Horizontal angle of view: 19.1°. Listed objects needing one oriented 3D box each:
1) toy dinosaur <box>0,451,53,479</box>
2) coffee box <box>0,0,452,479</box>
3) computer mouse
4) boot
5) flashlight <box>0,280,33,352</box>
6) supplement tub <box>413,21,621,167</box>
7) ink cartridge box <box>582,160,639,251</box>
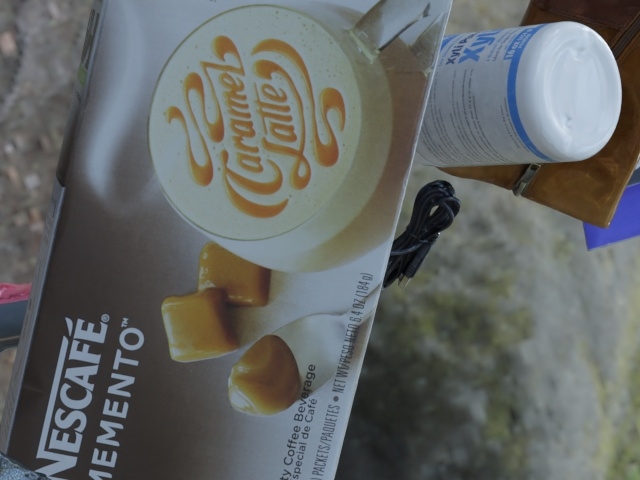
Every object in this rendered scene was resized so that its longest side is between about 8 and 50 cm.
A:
[{"bbox_3d":[-0.167,0.032,0.521,0.268,0.118,0.064,49,38,-24],"label":"toy dinosaur"},{"bbox_3d":[-0.047,-0.003,0.809,0.098,0.141,0.247,-135,-122,-76],"label":"coffee box"},{"bbox_3d":[0.000,0.000,1.362,0.193,0.106,0.042,-3,54,-32],"label":"computer mouse"},{"bbox_3d":[0.245,-0.108,1.303,0.264,0.280,0.096,15,37,-12],"label":"boot"},{"bbox_3d":[-0.223,0.040,1.695,0.103,0.304,0.103,-53,132,-66],"label":"flashlight"},{"bbox_3d":[0.092,-0.073,0.970,0.071,0.107,0.071,0,90,-42],"label":"supplement tub"},{"bbox_3d":[0.290,-0.108,1.499,0.045,0.206,0.208,-125,-161,-71],"label":"ink cartridge box"}]
